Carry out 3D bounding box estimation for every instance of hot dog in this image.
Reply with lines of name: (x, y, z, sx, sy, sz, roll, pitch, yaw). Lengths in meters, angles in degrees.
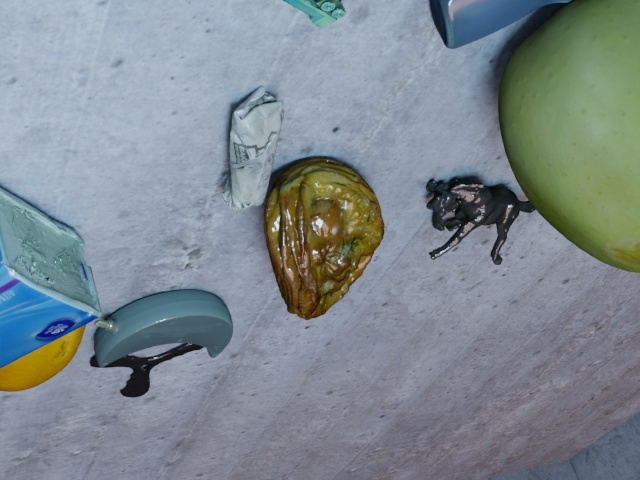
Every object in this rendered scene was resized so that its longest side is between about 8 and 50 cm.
hot dog: (0.000, 0.000, 1.314, 0.196, 0.122, 0.272, -49, 160, -22)

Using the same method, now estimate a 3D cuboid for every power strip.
power strip: (-0.249, 0.140, 1.483, 0.253, 0.054, 0.167, 2, 142, -37)

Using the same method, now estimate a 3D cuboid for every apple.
apple: (0.398, -0.139, 1.140, 0.357, 0.357, 0.357, -16, 152, -9)

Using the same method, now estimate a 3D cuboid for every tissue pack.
tissue pack: (-0.435, 0.070, 1.136, 0.263, 0.146, 0.198, -27, 152, 11)

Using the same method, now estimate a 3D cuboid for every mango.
mango: (-0.398, 0.122, 1.301, 0.144, 0.112, 0.219, 16, 123, -48)

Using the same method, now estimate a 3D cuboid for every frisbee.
frisbee: (-0.291, 0.211, 1.621, 0.187, 0.012, 0.211, -23, 151, 2)

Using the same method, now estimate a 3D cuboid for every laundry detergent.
laundry detergent: (0.226, -0.290, 1.044, 0.206, 0.061, 0.097, -23, 147, 1)

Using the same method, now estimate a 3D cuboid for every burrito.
burrito: (-0.087, -0.103, 1.162, 0.064, 0.064, 0.203, -10, 149, -19)

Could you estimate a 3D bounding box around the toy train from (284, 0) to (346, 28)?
toy train: (-0.012, -0.255, 0.981, 0.045, 0.029, 0.092, -23, 152, 38)

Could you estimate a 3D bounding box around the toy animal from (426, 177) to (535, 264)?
toy animal: (0.252, -0.038, 1.477, 0.232, 0.085, 0.148, 4, 142, -33)
